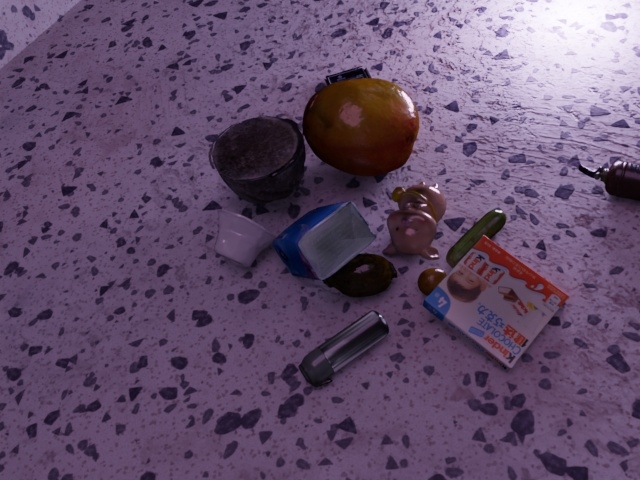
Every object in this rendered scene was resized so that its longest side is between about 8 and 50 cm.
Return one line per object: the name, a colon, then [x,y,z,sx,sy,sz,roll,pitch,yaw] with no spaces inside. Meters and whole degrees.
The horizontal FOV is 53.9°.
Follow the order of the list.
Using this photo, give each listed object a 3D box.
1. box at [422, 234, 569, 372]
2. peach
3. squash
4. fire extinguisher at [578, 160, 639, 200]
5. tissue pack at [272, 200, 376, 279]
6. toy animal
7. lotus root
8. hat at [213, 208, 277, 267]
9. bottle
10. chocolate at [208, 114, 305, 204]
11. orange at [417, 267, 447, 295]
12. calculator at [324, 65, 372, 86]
box: [0.451,0.156,1.626,0.273,0.048,0.265,38,69,19]
peach: [0.121,-0.356,1.958,0.372,0.290,0.373,5,61,-9]
squash: [0.440,-0.008,1.777,0.229,0.066,0.066,-40,55,-18]
fire extinguisher: [0.904,-0.167,1.779,0.344,0.102,0.138,16,26,25]
tissue pack: [0.000,0.000,1.743,0.198,0.146,0.263,-38,10,-15]
toy animal: [0.278,-0.072,1.818,0.165,0.149,0.248,4,60,37]
lotus root: [0.107,0.097,1.738,0.209,0.120,0.120,-8,52,6]
hat: [-0.238,0.004,1.874,0.203,0.203,0.126,19,78,25]
bottle: [0.065,0.284,1.636,0.253,0.079,0.096,-32,91,-14]
chocolate: [-0.181,-0.224,1.992,0.303,0.213,0.303,-7,50,8]
orange: [0.306,0.113,1.708,0.085,0.085,0.085,-6,52,8]
calculator: [0.124,-0.533,2.277,0.165,0.028,0.274,-18,51,-1]
